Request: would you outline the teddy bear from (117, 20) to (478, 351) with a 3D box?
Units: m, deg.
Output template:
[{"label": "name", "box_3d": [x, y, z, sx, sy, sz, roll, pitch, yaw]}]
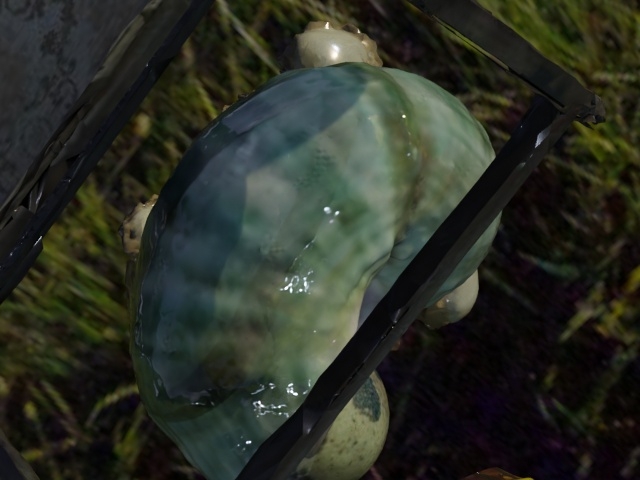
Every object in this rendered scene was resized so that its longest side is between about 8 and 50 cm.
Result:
[{"label": "teddy bear", "box_3d": [-0.031, 0.004, 1.063, 0.156, 0.267, 0.256, 0, 36, 45]}]

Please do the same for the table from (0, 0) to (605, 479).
[{"label": "table", "box_3d": [-0.106, -0.022, 0.609, 0.335, 0.272, 0.222, -51, 58, 12]}]

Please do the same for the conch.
[{"label": "conch", "box_3d": [0.000, 0.000, 0.810, 0.195, 0.220, 0.277, 9, 37, -7]}]

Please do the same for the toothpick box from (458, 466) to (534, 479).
[{"label": "toothpick box", "box_3d": [0.143, 0.319, 1.130, 0.175, 0.175, 0.271, -26, 75, 21]}]

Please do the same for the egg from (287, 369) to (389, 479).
[{"label": "egg", "box_3d": [-0.013, 0.156, 1.286, 0.141, 0.182, 0.141, 2, 95, 18]}]
